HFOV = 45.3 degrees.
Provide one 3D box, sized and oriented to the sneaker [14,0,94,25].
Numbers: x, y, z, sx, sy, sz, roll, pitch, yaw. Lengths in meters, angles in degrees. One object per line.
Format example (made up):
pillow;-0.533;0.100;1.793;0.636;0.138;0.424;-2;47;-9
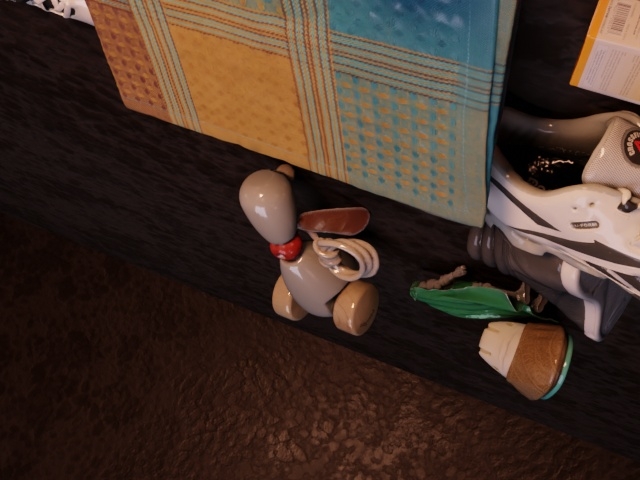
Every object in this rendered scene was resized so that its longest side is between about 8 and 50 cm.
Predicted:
sneaker;-0.270;-0.241;0.693;0.237;0.086;0.085;26;164;-17

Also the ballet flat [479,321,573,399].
ballet flat;0.305;0.165;1.158;0.124;0.116;0.342;22;-177;16

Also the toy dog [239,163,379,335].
toy dog;0.000;0.000;1.118;0.220;0.161;0.334;23;152;11

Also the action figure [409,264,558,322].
action figure;0.222;0.081;1.150;0.137;0.063;0.232;32;160;-38

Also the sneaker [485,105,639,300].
sneaker;0.259;-0.022;0.583;0.330;0.122;0.146;19;162;32

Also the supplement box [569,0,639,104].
supplement box;0.217;-0.115;0.488;0.098;0.036;0.062;20;165;13

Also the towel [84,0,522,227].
towel;-0.032;-0.157;0.595;0.370;0.040;0.271;20;148;18

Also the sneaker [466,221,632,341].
sneaker;0.254;0.020;0.831;0.147;0.104;0.296;30;178;34
